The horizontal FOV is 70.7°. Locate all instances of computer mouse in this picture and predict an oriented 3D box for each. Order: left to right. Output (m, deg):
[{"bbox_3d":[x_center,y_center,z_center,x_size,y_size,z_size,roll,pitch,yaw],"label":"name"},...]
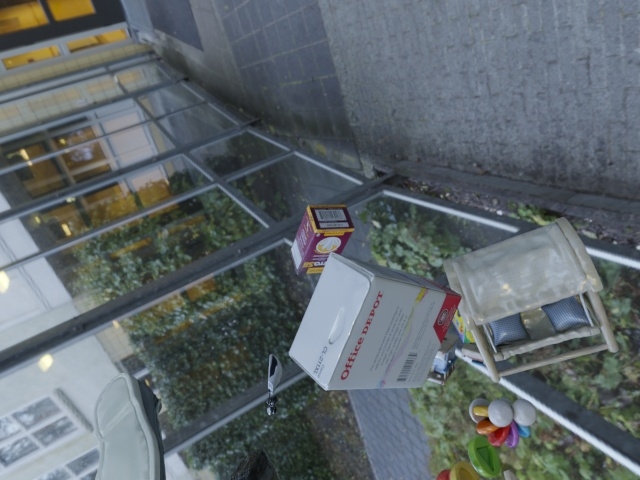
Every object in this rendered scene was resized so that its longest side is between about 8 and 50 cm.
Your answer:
[{"bbox_3d":[-0.144,0.446,1.426,0.193,0.042,0.106,-92,4,-45],"label":"computer mouse"}]

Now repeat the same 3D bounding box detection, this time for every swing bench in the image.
[{"bbox_3d":[0.425,0.126,0.929,0.255,0.253,0.165,56,-159,-29],"label":"swing bench"}]

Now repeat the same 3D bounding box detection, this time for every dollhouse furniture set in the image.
[{"bbox_3d":[0.468,0.412,1.520,0.183,0.129,0.129,10,113,37],"label":"dollhouse furniture set"}]

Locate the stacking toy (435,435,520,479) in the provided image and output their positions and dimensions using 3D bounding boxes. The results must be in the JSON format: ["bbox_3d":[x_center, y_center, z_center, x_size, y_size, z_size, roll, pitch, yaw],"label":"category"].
[{"bbox_3d":[0.530,0.834,1.500,0.309,0.279,0.130,50,126,6],"label":"stacking toy"}]

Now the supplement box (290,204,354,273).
[{"bbox_3d":[0.000,0.000,1.142,0.188,0.104,0.081,115,146,-48],"label":"supplement box"}]

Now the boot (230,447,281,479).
[{"bbox_3d":[-0.120,0.515,0.810,0.083,0.246,0.161,-37,91,31],"label":"boot"}]

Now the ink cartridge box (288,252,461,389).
[{"bbox_3d":[0.067,0.095,0.516,0.072,0.175,0.128,30,99,47],"label":"ink cartridge box"}]

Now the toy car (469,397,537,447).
[{"bbox_3d":[0.545,0.541,1.341,0.159,0.181,0.136,123,148,-69],"label":"toy car"}]

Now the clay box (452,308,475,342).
[{"bbox_3d":[0.436,0.176,1.348,0.127,0.053,0.222,-91,-4,-69],"label":"clay box"}]

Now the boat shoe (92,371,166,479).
[{"bbox_3d":[-0.259,0.322,0.657,0.099,0.116,0.319,50,175,-36],"label":"boat shoe"}]
